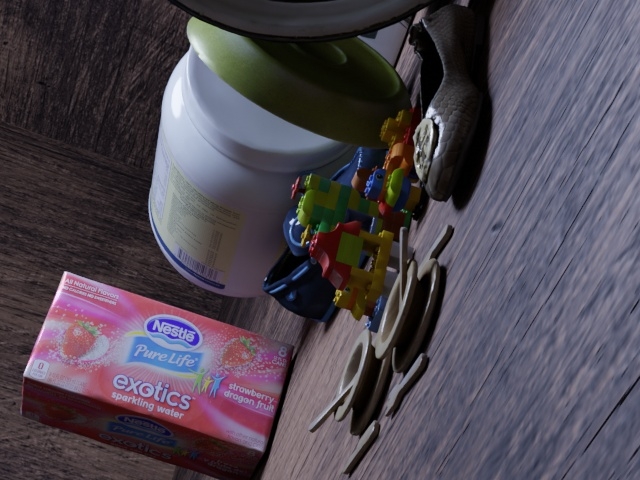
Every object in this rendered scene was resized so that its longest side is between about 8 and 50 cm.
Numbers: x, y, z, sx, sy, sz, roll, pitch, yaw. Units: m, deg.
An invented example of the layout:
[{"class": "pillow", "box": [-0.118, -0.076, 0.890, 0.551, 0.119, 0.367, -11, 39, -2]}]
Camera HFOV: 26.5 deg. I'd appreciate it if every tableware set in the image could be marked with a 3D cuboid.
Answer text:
[{"class": "tableware set", "box": [0.041, 0.077, 1.013, 0.194, 0.039, 0.128, 117, 170, -53]}]

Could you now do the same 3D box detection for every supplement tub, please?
[{"class": "supplement tub", "box": [-0.069, -0.099, 1.548, 0.325, 0.235, 0.235, 112, 175, -61]}]

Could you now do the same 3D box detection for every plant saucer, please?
[{"class": "plant saucer", "box": [-0.010, -0.170, 1.300, 0.037, 0.241, 0.241, -61, 10, 26]}]

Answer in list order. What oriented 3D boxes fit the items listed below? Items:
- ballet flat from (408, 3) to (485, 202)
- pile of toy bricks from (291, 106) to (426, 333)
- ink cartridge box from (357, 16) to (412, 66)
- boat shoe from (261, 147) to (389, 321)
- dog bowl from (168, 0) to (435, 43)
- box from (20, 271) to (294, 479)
[{"class": "ballet flat", "box": [0.092, -0.116, 1.061, 0.250, 0.058, 0.084, -78, 9, -51]}, {"class": "pile of toy bricks", "box": [0.024, -0.024, 1.163, 0.118, 0.105, 0.212, 116, 171, -50]}, {"class": "ink cartridge box", "box": [0.042, -0.298, 1.667, 0.086, 0.148, 0.203, -94, 23, -74]}, {"class": "boat shoe", "box": [0.000, 0.000, 1.391, 0.109, 0.089, 0.258, -77, 9, -46]}, {"class": "dog bowl", "box": [-0.002, -0.371, 1.213, 0.150, 0.408, 0.408, -7, -63, -81]}, {"class": "box", "box": [-0.200, 0.171, 1.673, 0.142, 0.300, 0.154, 115, 173, -60]}]
